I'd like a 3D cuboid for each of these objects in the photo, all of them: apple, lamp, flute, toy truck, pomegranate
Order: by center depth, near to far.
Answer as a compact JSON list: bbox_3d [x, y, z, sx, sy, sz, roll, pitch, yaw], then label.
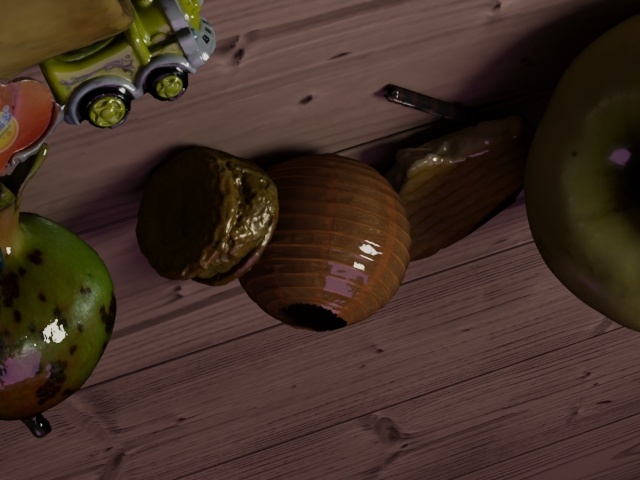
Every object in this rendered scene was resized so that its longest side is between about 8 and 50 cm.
[{"bbox_3d":[-0.123,-0.126,1.233,0.111,0.076,0.077,-26,133,2],"label":"toy truck"},{"bbox_3d":[-0.215,0.034,1.355,0.156,0.156,0.220,-14,147,-18],"label":"pomegranate"},{"bbox_3d":[0.000,0.000,1.476,0.136,0.136,0.136,-18,152,-10],"label":"lamp"},{"bbox_3d":[0.284,-0.054,1.485,0.262,0.262,0.262,-18,152,-10],"label":"apple"},{"bbox_3d":[0.136,-0.088,1.552,0.014,0.014,0.269,-40,149,28],"label":"flute"}]

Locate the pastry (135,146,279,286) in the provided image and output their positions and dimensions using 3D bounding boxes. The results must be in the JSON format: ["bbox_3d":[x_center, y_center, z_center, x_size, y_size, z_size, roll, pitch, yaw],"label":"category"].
[{"bbox_3d":[-0.080,-0.017,1.422,0.109,0.097,0.057,-28,150,34],"label":"pastry"}]

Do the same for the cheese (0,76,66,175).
[{"bbox_3d":[-0.235,-0.116,1.129,0.106,0.037,0.256,-44,136,-4],"label":"cheese"}]

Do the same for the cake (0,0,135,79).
[{"bbox_3d":[-0.125,-0.234,0.769,0.321,0.332,0.332,-26,153,1],"label":"cake"}]

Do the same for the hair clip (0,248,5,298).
[{"bbox_3d":[-0.328,0.005,1.147,0.194,0.206,0.310,-35,168,21],"label":"hair clip"}]

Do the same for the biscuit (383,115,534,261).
[{"bbox_3d":[0.069,-0.027,1.577,0.229,0.031,0.176,-23,155,10],"label":"biscuit"}]
